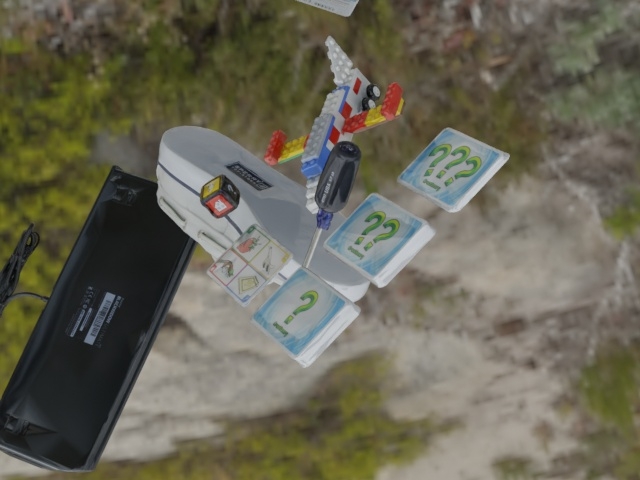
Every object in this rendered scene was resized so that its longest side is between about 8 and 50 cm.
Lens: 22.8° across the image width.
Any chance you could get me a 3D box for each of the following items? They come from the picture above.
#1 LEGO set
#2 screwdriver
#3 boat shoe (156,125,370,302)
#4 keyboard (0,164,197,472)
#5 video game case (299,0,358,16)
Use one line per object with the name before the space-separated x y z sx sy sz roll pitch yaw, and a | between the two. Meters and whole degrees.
LEGO set | -0.007 -0.036 1.046 0.182 0.244 0.060 -45 119 -4
screwdriver | 0.000 0.000 1.050 0.025 0.024 0.170 14 134 0
boat shoe | -0.059 -0.005 1.410 0.096 0.267 0.088 -19 133 -44
keyboard | -0.255 0.071 1.618 0.201 0.317 0.033 19 164 17
video game case | -0.062 -0.256 1.398 0.212 0.023 0.193 19 177 -4
